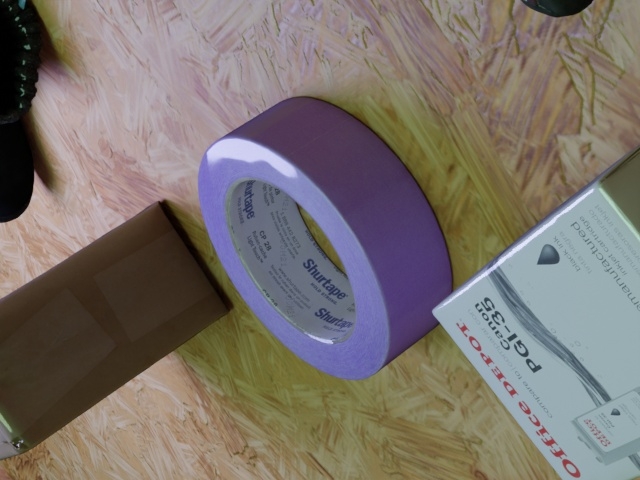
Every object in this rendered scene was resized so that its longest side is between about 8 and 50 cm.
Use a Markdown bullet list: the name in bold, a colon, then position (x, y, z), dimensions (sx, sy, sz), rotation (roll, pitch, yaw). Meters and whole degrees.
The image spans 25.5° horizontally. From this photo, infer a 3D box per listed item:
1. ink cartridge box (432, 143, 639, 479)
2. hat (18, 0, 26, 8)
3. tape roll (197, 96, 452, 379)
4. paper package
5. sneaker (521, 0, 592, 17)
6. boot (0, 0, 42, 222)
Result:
- **ink cartridge box**: position (0.236, 0.062, 1.070), dimensions (0.207, 0.117, 0.283), rotation (52, 151, 5)
- **hat**: position (-0.208, -0.303, 1.461), dimensions (0.173, 0.184, 0.208), rotation (119, 155, -52)
- **tape roll**: position (0.000, 0.000, 1.395), dimensions (0.275, 0.090, 0.274), rotation (38, 147, 30)
- **paper package**: position (-0.325, 0.125, 1.772), dimensions (0.168, 0.325, 0.309), rotation (57, 151, -4)
- **sneaker**: position (0.209, -0.219, 0.834), dimensions (0.162, 0.106, 0.281), rotation (37, 146, 25)
- **boot**: position (-0.426, -0.165, 1.823), dimensions (0.260, 0.131, 0.348), rotation (13, 130, 51)
